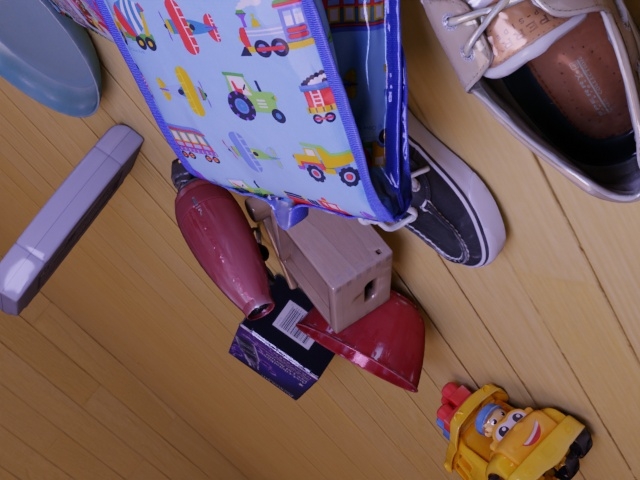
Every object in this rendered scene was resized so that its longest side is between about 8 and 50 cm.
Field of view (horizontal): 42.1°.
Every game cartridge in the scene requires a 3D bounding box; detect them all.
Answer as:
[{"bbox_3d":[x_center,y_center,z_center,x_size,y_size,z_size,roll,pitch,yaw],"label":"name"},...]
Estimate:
[{"bbox_3d":[-0.365,-0.031,1.196,0.060,0.294,0.196,37,157,-12],"label":"game cartridge"}]

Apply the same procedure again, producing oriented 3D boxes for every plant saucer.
[{"bbox_3d":[-0.402,-0.290,1.076,0.317,0.044,0.317,31,157,15],"label":"plant saucer"}]

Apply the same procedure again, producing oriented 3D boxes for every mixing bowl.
[{"bbox_3d":[0.068,0.113,1.090,0.181,0.098,0.181,28,170,5],"label":"mixing bowl"}]

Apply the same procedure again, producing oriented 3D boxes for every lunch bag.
[{"bbox_3d":[-0.048,-0.135,0.625,0.221,0.138,0.293,13,128,37],"label":"lunch bag"}]

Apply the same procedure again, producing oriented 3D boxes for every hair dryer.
[{"bbox_3d":[-0.099,0.003,1.065,0.223,0.080,0.293,47,-168,-25],"label":"hair dryer"}]

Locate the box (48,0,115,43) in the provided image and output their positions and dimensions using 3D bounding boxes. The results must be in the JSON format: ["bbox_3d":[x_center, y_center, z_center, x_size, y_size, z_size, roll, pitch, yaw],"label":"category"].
[{"bbox_3d":[-0.265,-0.309,0.751,0.201,0.057,0.293,34,166,41],"label":"box"}]

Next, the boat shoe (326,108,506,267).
[{"bbox_3d":[0.057,-0.063,0.780,0.306,0.105,0.113,49,154,-26],"label":"boat shoe"}]

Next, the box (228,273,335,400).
[{"bbox_3d":[-0.055,0.165,1.375,0.153,0.108,0.207,34,157,3],"label":"box"}]

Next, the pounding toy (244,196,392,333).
[{"bbox_3d":[-0.003,0.000,1.017,0.206,0.094,0.181,52,165,25],"label":"pounding toy"}]

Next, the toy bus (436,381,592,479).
[{"bbox_3d":[0.243,0.274,1.150,0.211,0.149,0.220,44,160,26],"label":"toy bus"}]

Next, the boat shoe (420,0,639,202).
[{"bbox_3d":[0.121,-0.144,0.493,0.113,0.103,0.302,-34,119,32],"label":"boat shoe"}]
